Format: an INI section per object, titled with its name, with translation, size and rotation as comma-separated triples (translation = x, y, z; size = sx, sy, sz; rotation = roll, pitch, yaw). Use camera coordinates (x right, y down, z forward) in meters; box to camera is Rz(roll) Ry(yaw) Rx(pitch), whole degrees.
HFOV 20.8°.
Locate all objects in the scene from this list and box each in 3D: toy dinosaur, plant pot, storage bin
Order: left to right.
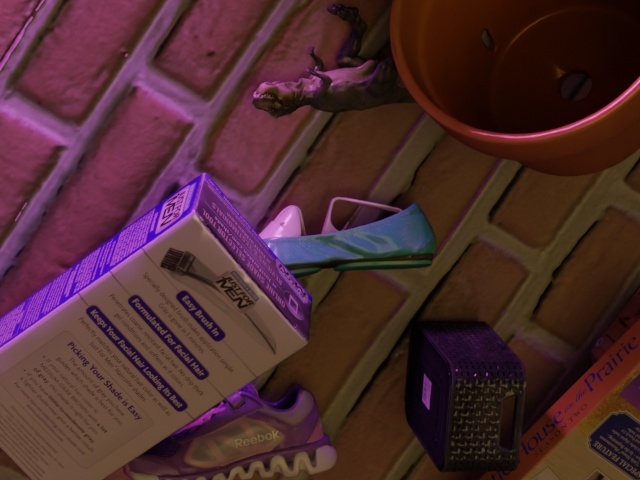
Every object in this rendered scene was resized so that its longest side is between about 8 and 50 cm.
[toy dinosaur]
translation = 0.057, -0.183, 1.840
size = 0.268, 0.064, 0.118
rotation = 1, 111, -14
[storage bin]
translation = 0.153, 0.166, 1.888
size = 0.084, 0.180, 0.122
rotation = 0, 105, -12
[plant pot]
translation = 0.238, -0.194, 1.755
size = 0.291, 0.291, 0.203
rotation = -43, 151, 2

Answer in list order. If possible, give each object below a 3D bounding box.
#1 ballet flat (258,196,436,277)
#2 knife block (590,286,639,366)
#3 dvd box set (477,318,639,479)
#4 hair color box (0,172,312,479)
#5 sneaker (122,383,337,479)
[ballet flat]
translation = 0.000, 0.000, 1.876
size = 0.247, 0.083, 0.087
rotation = -8, 82, -9
[knife block]
translation = 0.480, 0.105, 1.984
size = 0.242, 0.088, 0.276
rotation = 36, 96, -17
[dvd box set]
translation = 0.348, 0.289, 1.964
size = 0.307, 0.062, 0.420
rotation = 35, 106, -27
[hair color box]
translation = -0.195, 0.105, 1.798
size = 0.339, 0.110, 0.185
rotation = -33, 110, 18
[sneaker]
translation = -0.101, 0.210, 1.903
size = 0.236, 0.095, 0.105
rotation = -7, 100, -14
